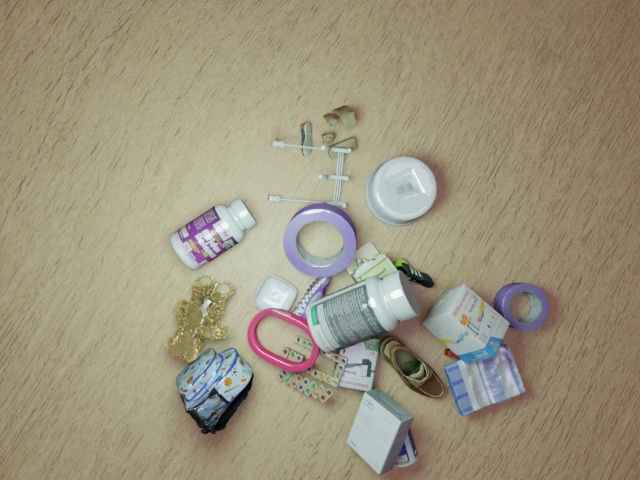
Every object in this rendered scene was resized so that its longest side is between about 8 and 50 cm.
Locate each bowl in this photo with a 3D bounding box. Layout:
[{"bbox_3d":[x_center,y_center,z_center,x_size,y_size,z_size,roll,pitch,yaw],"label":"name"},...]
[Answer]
[{"bbox_3d":[-0.177,0.219,1.692,0.142,0.053,0.141,30,87,0],"label":"bowl"}]

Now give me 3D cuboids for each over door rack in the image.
[{"bbox_3d":[-0.045,-0.254,1.671,0.325,0.108,0.239,5,100,-2],"label":"over door rack"}]

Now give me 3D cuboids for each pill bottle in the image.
[{"bbox_3d":[0.299,0.759,1.659,0.112,0.112,0.186,-15,88,-3],"label":"pill bottle"},{"bbox_3d":[0.151,0.250,1.521,0.361,0.204,0.204,-25,89,20],"label":"pill bottle"},{"bbox_3d":[-0.400,-0.033,1.635,0.302,0.169,0.169,-34,89,-3],"label":"pill bottle"}]

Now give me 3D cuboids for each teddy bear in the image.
[{"bbox_3d":[-0.453,0.295,1.638,0.245,0.113,0.337,3,71,3],"label":"teddy bear"}]

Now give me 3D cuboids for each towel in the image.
[{"bbox_3d":[0.644,0.545,1.677,0.285,0.034,0.209,-17,86,-7],"label":"towel"}]

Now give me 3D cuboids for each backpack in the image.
[{"bbox_3d":[-0.386,0.515,1.571,0.263,0.277,0.213,-37,109,-19],"label":"backpack"}]

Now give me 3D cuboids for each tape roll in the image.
[{"bbox_3d":[0.000,0.000,1.641,0.275,0.090,0.274,2,111,6],"label":"tape roll"},{"bbox_3d":[0.805,0.264,1.722,0.189,0.080,0.188,0,87,-2],"label":"tape roll"}]

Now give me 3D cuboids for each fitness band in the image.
[{"bbox_3d":[-0.139,0.375,1.627,0.291,0.054,0.208,23,102,11],"label":"fitness band"}]

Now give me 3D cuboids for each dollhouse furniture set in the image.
[{"bbox_3d":[0.071,-0.441,1.748,0.144,0.123,0.151,-23,123,-3],"label":"dollhouse furniture set"}]

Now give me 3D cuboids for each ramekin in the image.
[{"bbox_3d":[0.322,-0.199,1.694,0.278,0.135,0.276,0,87,-3],"label":"ramekin"}]

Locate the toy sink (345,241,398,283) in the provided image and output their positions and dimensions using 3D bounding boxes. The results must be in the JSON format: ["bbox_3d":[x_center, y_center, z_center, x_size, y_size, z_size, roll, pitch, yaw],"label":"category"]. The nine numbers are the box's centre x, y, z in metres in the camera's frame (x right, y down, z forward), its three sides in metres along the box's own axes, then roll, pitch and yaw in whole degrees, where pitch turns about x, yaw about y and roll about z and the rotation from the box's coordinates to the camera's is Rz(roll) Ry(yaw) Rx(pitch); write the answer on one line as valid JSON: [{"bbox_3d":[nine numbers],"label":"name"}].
[{"bbox_3d":[0.211,0.134,1.674,0.153,0.131,0.234,-35,89,-4],"label":"toy sink"}]

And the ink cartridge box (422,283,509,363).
[{"bbox_3d":[0.553,0.317,1.637,0.233,0.168,0.171,41,59,0],"label":"ink cartridge box"}]

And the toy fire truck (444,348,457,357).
[{"bbox_3d":[0.592,0.507,1.717,0.192,0.047,0.135,7,85,-3],"label":"toy fire truck"}]

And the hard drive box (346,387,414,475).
[{"bbox_3d":[0.217,0.704,1.593,0.181,0.089,0.232,30,107,42],"label":"hard drive box"}]

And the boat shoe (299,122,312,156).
[{"bbox_3d":[-0.065,-0.406,1.733,0.043,0.049,0.136,-1,90,40],"label":"boat shoe"}]

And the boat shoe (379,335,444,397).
[{"bbox_3d":[0.358,0.504,1.652,0.324,0.120,0.122,42,85,-12],"label":"boat shoe"}]

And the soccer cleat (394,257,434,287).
[{"bbox_3d":[0.369,0.142,1.708,0.179,0.060,0.072,34,45,3],"label":"soccer cleat"}]

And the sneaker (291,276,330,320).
[{"bbox_3d":[-0.024,0.247,1.683,0.105,0.095,0.236,34,92,-6],"label":"sneaker"}]

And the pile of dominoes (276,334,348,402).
[{"bbox_3d":[-0.044,0.495,1.644,0.251,0.040,0.195,20,88,22],"label":"pile of dominoes"}]

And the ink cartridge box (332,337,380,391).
[{"bbox_3d":[0.138,0.468,1.677,0.153,0.087,0.208,10,87,-2],"label":"ink cartridge box"}]
